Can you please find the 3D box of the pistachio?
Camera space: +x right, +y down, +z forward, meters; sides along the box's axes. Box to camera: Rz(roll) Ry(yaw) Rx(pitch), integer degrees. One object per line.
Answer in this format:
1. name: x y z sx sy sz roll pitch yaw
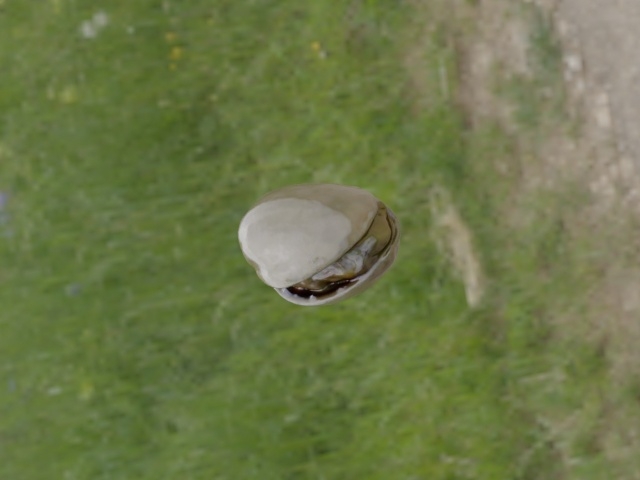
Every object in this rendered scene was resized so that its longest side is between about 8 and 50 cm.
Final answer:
1. pistachio: 0.000 0.000 1.418 0.149 0.113 0.113 -6 93 39
